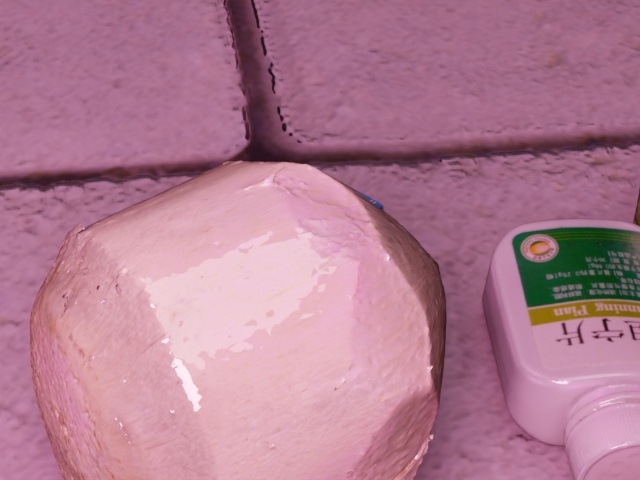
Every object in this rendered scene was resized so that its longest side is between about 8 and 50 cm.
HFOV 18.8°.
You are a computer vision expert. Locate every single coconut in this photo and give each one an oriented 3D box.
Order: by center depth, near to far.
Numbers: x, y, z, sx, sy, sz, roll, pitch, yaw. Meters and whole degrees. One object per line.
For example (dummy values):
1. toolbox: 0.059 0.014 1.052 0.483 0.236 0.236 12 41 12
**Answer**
1. coconut: -0.034 0.061 1.052 0.234 0.224 0.224 -15 48 -18

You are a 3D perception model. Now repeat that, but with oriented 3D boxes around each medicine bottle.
1. medicine bottle: 0.167 0.071 1.164 0.119 0.069 0.183 1 46 -9

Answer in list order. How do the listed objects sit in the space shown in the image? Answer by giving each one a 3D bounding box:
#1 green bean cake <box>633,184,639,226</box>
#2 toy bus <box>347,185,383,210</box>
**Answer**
1. green bean cake: 0.325 -0.026 1.248 0.214 0.113 0.200 -31 56 -31
2. toy bus: 0.000 0.000 1.238 0.083 0.038 0.046 -30 50 -33
